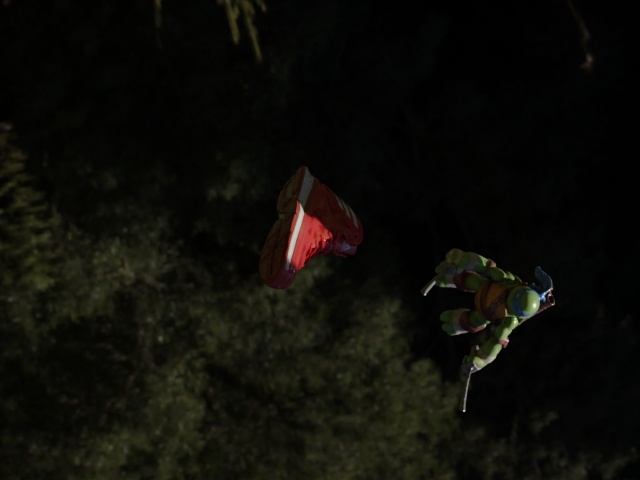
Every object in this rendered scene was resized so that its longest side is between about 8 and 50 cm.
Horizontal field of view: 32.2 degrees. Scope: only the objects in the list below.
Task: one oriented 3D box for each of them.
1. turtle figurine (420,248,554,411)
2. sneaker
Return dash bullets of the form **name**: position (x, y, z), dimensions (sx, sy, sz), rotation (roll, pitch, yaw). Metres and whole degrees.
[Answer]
- **turtle figurine**: position (0.242, 0.117, 1.915), dimensions (0.275, 0.198, 0.266), rotation (-43, -171, -9)
- **sneaker**: position (0.000, 0.000, 1.494), dimensions (0.128, 0.221, 0.087), rotation (31, 134, -16)
